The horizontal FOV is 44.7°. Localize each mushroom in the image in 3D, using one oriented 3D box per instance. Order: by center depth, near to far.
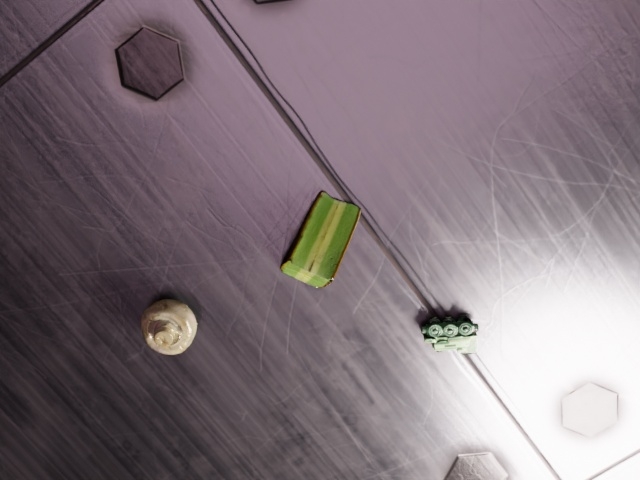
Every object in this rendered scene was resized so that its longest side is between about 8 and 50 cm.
[{"bbox_3d":[-0.221,0.127,1.129,0.084,0.067,0.083,-1,112,-3],"label":"mushroom"}]

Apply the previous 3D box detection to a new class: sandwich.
[{"bbox_3d":[0.000,0.000,1.114,0.074,0.074,0.116,25,74,-5],"label":"sandwich"}]

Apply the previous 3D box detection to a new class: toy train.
[{"bbox_3d":[0.190,0.139,1.136,0.083,0.033,0.053,-5,111,4],"label":"toy train"}]
